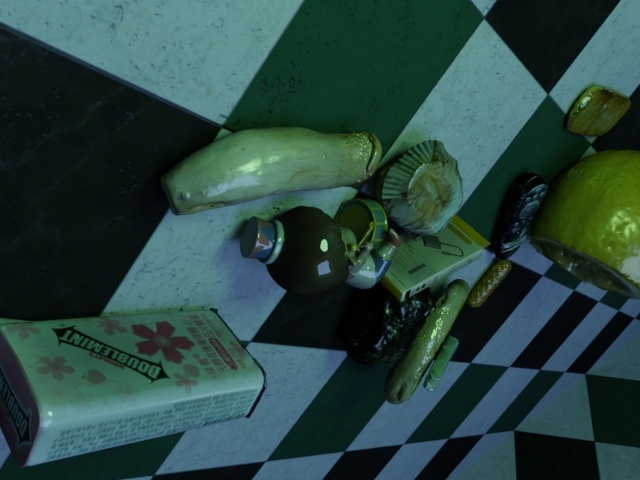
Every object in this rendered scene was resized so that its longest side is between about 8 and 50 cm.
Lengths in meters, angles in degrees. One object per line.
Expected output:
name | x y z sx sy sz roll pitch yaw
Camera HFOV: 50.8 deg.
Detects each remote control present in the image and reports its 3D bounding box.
remote control | 0.463 -0.056 1.603 0.090 0.066 0.265 -15 142 -18

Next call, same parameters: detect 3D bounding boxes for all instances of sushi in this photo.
sushi | 0.132 0.165 1.415 0.127 0.124 0.225 -1 133 -42

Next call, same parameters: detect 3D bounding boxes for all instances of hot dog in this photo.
hot dog | 0.188 -0.093 1.244 0.162 0.082 0.270 -49 150 4

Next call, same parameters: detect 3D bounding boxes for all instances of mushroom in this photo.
mushroom | -0.058 -0.103 0.963 0.351 0.095 0.122 -13 152 -36

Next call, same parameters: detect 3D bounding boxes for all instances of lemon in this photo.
lemon | 0.712 -0.056 1.625 0.364 0.364 0.364 -28 143 -24

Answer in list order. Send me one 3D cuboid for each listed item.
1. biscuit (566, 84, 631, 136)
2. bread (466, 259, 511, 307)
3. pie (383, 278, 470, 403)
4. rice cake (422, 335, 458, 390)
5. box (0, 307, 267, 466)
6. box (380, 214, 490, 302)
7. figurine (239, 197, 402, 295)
biscuit | 0.642 -0.296 1.560 0.247 0.029 0.118 -2 134 -46
bread | 0.438 0.111 1.754 0.157 0.044 0.052 -53 152 13
pie | 0.247 0.230 1.558 0.337 0.075 0.337 -55 170 -14
rice cake | 0.274 0.279 1.527 0.211 0.034 0.043 -38 152 -61
box | -0.264 0.191 0.964 0.370 0.190 0.112 -1 126 -48
box | 0.211 0.026 1.348 0.247 0.129 0.033 -24 142 -28
figurine | 0.001 0.009 1.102 0.276 0.161 0.158 -3 87 -48
